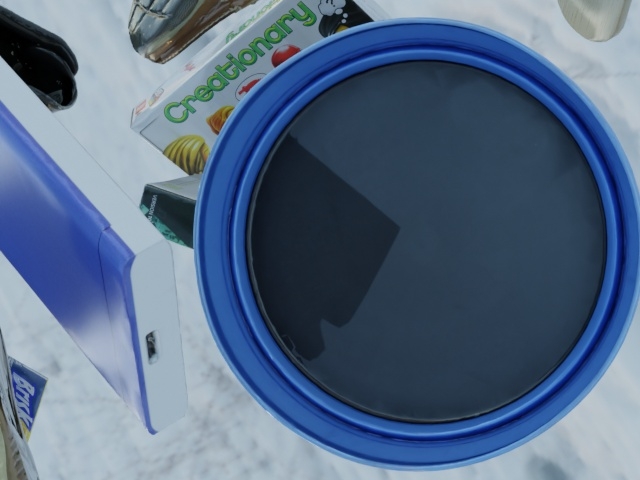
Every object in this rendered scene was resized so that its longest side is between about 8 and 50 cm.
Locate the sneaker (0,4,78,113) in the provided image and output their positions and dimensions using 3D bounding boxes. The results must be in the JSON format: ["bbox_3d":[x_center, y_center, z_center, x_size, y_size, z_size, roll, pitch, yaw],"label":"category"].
[{"bbox_3d":[-0.426,-0.142,1.769,0.258,0.169,0.447,14,145,21],"label":"sneaker"}]

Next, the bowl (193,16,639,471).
[{"bbox_3d":[0.084,0.003,1.195,0.391,0.391,0.077,61,-168,5],"label":"bowl"}]

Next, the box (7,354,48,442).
[{"bbox_3d":[-0.331,0.193,1.400,0.054,0.059,0.169,34,-157,-17],"label":"box"}]

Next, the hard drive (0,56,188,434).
[{"bbox_3d":[-0.209,-0.025,1.014,0.319,0.040,0.210,45,152,30],"label":"hard drive"}]

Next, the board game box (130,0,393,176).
[{"bbox_3d":[-0.046,-0.172,1.579,0.193,0.305,0.053,40,-153,-28],"label":"board game box"}]

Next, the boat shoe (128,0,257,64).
[{"bbox_3d":[-0.065,-0.292,1.369,0.324,0.120,0.122,-42,43,28],"label":"boat shoe"}]

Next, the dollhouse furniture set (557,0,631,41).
[{"bbox_3d":[0.207,-0.168,0.730,0.242,0.212,0.161,46,153,28],"label":"dollhouse furniture set"}]

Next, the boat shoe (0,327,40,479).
[{"bbox_3d":[-0.267,0.131,0.948,0.121,0.110,0.341,-125,22,-71],"label":"boat shoe"}]

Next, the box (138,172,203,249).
[{"bbox_3d":[0.000,0.000,1.433,0.322,0.232,0.058,18,104,19],"label":"box"}]
